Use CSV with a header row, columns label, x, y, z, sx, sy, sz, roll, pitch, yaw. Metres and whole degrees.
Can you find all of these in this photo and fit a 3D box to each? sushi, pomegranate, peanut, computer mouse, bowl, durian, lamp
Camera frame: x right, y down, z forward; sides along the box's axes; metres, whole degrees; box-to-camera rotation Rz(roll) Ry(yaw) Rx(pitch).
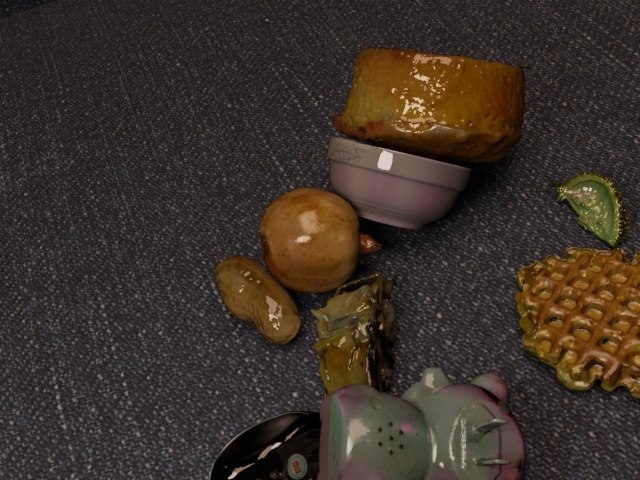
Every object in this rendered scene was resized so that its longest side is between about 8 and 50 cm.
label,x,y,z,sx,sy,sz,roll,pitch,yaw
sushi,0.061,0.183,1.394,0.139,0.131,0.290,-16,49,29
pomegranate,-0.017,0.000,1.508,0.207,0.207,0.207,-6,47,6
peanut,-0.120,0.114,1.506,0.226,0.095,0.108,39,97,30
computer mouse,-0.074,0.346,1.252,0.233,0.137,0.096,-23,28,-18
bowl,0.142,-0.109,1.577,0.287,0.143,0.287,14,8,-2
durian,0.543,-0.079,1.567,0.100,0.086,0.215,-32,51,0
lamp,0.162,0.300,1.154,0.301,0.247,0.247,8,65,-13

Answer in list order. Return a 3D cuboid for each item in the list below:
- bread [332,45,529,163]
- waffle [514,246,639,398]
label,x,y,z,sx,sy,sz,roll,pitch,yaw
bread,0.225,-0.277,1.630,0.398,0.215,0.398,9,11,-2
waffle,0.496,0.134,1.382,0.302,0.068,0.325,-11,45,1
